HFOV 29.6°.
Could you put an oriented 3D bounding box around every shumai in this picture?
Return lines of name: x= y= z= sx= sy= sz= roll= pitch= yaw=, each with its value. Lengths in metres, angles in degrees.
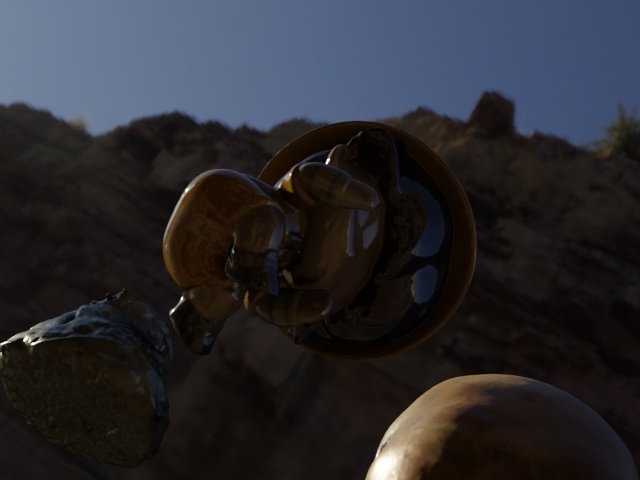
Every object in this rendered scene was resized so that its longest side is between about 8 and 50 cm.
shumai: x=-0.121 y=0.072 z=0.712 sx=0.124 sy=0.087 sz=0.099 roll=-3 pitch=-56 yaw=41

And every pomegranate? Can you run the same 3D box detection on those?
pomegranate: x=0.169 y=0.268 z=1.146 sx=0.307 sy=0.307 sz=0.307 roll=21 pitch=-39 yaw=18

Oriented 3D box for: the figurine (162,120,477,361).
figurine: x=-0.003 y=-0.003 z=0.927 sx=0.167 sy=0.257 sz=0.192 roll=46 pitch=-66 yaw=36
